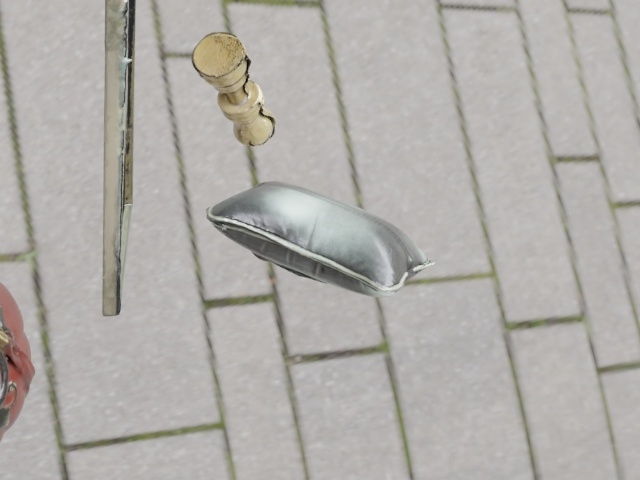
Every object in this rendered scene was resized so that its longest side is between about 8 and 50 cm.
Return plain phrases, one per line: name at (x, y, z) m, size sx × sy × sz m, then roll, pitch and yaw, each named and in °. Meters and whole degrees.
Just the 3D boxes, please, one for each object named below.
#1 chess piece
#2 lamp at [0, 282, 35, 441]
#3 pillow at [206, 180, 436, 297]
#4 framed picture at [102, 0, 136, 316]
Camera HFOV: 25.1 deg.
chess piece at (-0.087, -0.154, 1.556) m, size 0.172 × 0.060 × 0.060 m, roll 62°, pitch 37°, yaw -60°
lamp at (-0.493, 0.151, 1.732) m, size 0.303 × 0.257 × 0.303 m, roll -8°, pitch 101°, yaw -47°
pillow at (0.001, -0.002, 0.914) m, size 0.135 × 0.091 × 0.055 m, roll 20°, pitch 82°, yaw 16°
framed picture at (-0.186, -0.119, 1.343) m, size 0.024 × 0.232 × 0.315 m, roll 3°, pitch 116°, yaw -6°
